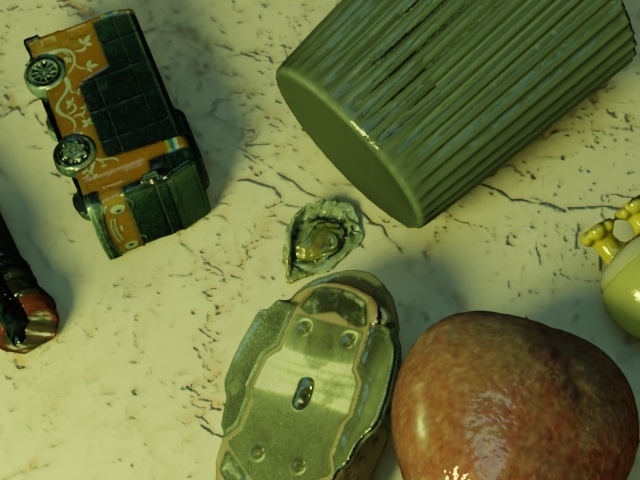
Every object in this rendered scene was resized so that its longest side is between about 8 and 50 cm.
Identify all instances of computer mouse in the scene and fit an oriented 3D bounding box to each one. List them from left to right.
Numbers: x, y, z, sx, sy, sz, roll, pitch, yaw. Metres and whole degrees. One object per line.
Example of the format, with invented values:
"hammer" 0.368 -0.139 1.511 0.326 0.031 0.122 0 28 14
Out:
"computer mouse" -0.011 0.218 1.999 0.200 0.115 0.389 14 76 33

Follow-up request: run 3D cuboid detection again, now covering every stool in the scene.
"stool" 0.147 -0.213 2.106 0.330 0.297 0.297 -42 64 -9

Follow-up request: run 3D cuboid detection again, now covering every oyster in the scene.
"oyster" 0.000 0.001 2.159 0.100 0.037 0.098 -4 79 -16

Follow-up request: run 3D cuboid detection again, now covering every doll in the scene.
"doll" 0.410 0.081 2.000 0.141 0.117 0.296 -35 63 -7

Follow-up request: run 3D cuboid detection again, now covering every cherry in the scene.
"cherry" 0.198 0.205 1.896 0.261 0.221 0.307 19 46 -1

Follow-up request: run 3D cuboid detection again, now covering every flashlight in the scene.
"flashlight" -0.387 0.025 2.173 0.093 0.093 0.232 -26 56 -6

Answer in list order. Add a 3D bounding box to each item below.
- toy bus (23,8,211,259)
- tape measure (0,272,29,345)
"toy bus" -0.245 -0.131 2.202 0.167 0.138 0.275 -20 59 -4
"tape measure" -0.436 0.062 2.086 0.215 0.098 0.351 -54 51 23
